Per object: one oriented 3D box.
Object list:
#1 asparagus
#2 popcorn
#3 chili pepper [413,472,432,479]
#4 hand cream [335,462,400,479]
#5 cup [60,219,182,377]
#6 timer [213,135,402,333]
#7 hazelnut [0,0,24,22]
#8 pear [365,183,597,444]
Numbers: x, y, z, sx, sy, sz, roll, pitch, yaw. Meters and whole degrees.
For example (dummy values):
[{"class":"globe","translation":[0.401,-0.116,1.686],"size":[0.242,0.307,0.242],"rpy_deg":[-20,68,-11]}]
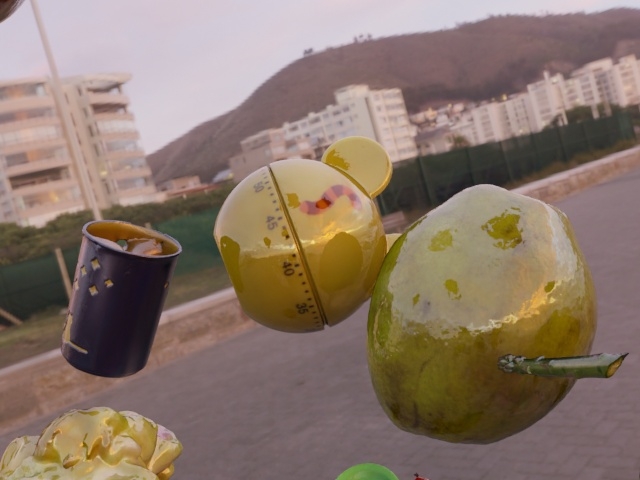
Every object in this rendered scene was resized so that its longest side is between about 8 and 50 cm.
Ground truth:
[{"class":"asparagus","translation":[0.256,0.139,0.776],"size":[0.034,0.027,0.236],"rpy_deg":[-12,-5,-20]},{"class":"popcorn","translation":[-0.153,0.177,0.463],"size":[0.126,0.126,0.145],"rpy_deg":[-8,-25,-6]},{"class":"chili pepper","translation":[0.196,0.390,0.966],"size":[0.169,0.065,0.088],"rpy_deg":[4,49,37]},{"class":"hand cream","translation":[0.069,0.242,0.500],"size":[0.050,0.275,0.079],"rpy_deg":[-38,43,-12]},{"class":"cup","translation":[-0.384,0.098,1.334],"size":[0.178,0.256,0.255],"rpy_deg":[15,16,-13]},{"class":"timer","translation":[0.000,0.000,1.355],"size":[0.387,0.376,0.376],"rpy_deg":[-20,3,-5]},{"class":"hazelnut","translation":[-0.261,-0.242,0.470],"size":[0.176,0.214,0.214],"rpy_deg":[0,-1,-12]},{"class":"pear","translation":[0.252,0.123,1.078],"size":[0.352,0.413,0.352],"rpy_deg":[20,5,-2]}]
